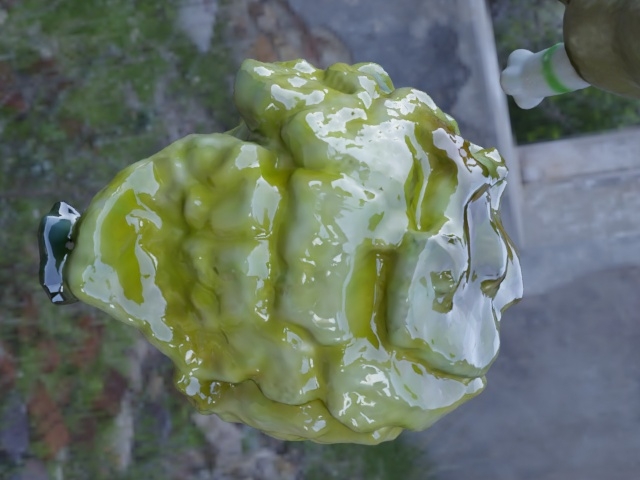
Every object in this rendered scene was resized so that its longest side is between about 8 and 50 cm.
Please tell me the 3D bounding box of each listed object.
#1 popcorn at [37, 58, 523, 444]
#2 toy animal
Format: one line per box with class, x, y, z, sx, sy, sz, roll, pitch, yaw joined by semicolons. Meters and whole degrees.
popcorn;0.008;0.000;0.926;0.293;0.237;0.293;21;66;-57
toy animal;0.307;-0.187;1.185;0.363;0.180;0.181;31;-46;61
